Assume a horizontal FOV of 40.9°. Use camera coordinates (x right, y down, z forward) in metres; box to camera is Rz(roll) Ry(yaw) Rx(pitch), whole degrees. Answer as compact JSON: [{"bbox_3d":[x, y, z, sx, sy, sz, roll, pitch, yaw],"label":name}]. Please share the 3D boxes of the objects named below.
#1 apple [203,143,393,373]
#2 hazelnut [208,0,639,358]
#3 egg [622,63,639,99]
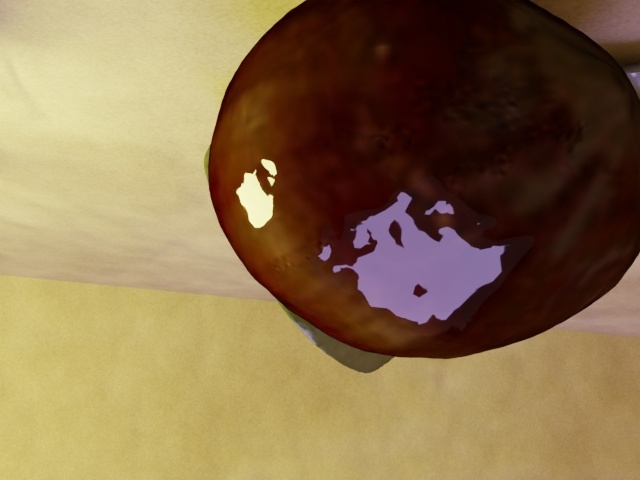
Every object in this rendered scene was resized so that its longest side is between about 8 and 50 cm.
[{"bbox_3d":[0.000,0.000,1.161,0.320,0.312,0.360,14,180,17],"label":"apple"},{"bbox_3d":[0.107,-0.069,0.820,0.421,0.353,0.421,27,159,11],"label":"hazelnut"},{"bbox_3d":[0.375,-0.104,0.983,0.183,0.183,0.217,-3,173,27],"label":"egg"}]
